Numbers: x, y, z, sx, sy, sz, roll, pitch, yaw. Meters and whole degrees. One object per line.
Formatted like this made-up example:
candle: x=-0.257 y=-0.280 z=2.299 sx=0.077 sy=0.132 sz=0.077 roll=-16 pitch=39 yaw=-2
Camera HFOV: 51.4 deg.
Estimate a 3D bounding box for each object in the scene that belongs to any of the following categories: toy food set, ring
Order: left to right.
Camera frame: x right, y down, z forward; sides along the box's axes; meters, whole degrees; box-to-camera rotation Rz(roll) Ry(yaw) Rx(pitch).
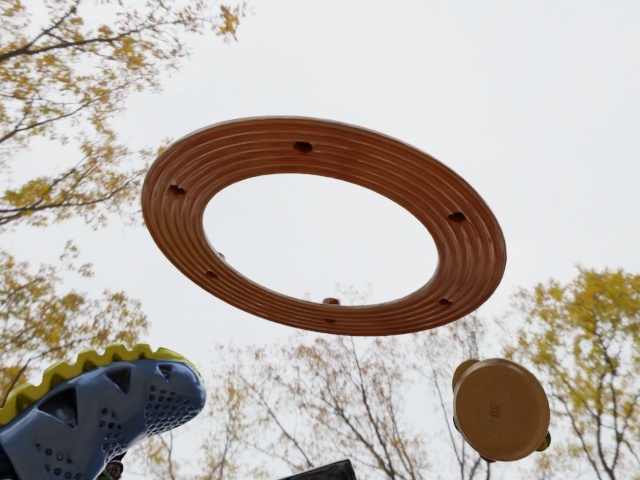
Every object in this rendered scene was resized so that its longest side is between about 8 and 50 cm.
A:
ring: x=0.000 y=0.000 z=0.620 sx=0.336 sy=0.032 sz=0.336 roll=8 pitch=-34 yaw=5
toy food set: x=0.142 y=0.135 z=0.530 sx=0.083 sy=0.020 sz=0.083 roll=-10 pitch=-102 yaw=35

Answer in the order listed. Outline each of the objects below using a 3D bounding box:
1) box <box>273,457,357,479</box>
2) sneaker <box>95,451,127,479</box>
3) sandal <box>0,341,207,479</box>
box: x=-0.054 y=0.455 z=0.675 sx=0.293 sy=0.212 sz=0.395 roll=-16 pitch=-52 yaw=-5
sneaker: x=-0.352 y=0.380 z=1.006 sx=0.098 sy=0.224 sz=0.083 roll=-36 pitch=-67 yaw=13
sandal: x=-0.237 y=0.190 z=0.537 sx=0.317 sy=0.138 sz=0.126 roll=-21 pitch=-39 yaw=-19
